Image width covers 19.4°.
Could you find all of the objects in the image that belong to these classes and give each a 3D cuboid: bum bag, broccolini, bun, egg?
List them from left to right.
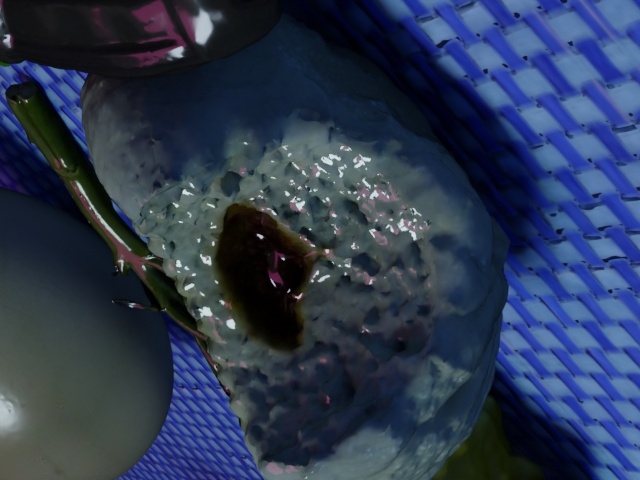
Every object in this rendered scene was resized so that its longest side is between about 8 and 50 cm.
[{"bbox_3d":[-0.122,-0.138,0.707,0.326,0.079,0.142,14,107,50],"label":"bum bag"},{"bbox_3d":[-0.208,0.064,1.230,0.241,0.186,0.186,39,164,-13],"label":"egg"},{"bbox_3d":[-0.094,0.015,1.113,0.271,0.062,0.123,52,151,-17],"label":"broccolini"},{"bbox_3d":[0.000,0.000,0.737,0.212,0.126,0.204,59,-178,-38],"label":"bun"}]

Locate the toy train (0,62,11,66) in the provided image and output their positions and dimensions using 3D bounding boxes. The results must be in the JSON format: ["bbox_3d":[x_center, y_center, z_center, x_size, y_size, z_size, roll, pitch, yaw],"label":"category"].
[{"bbox_3d":[-0.166,-0.150,0.893,0.044,0.042,0.209,39,162,12],"label":"toy train"}]

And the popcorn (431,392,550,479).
[{"bbox_3d":[0.043,0.167,0.936,0.155,0.197,0.197,46,164,16],"label":"popcorn"}]
